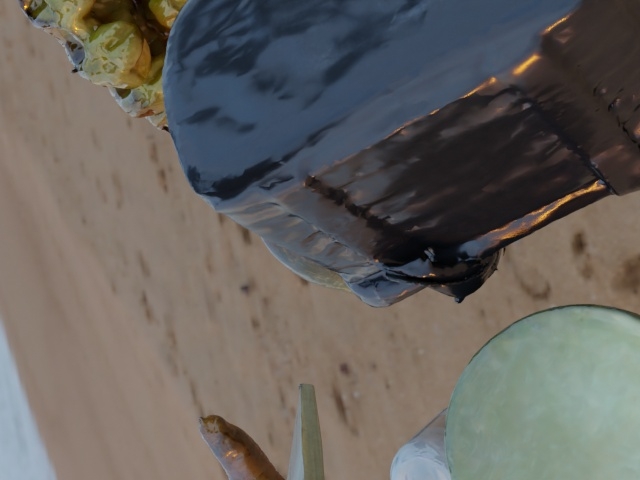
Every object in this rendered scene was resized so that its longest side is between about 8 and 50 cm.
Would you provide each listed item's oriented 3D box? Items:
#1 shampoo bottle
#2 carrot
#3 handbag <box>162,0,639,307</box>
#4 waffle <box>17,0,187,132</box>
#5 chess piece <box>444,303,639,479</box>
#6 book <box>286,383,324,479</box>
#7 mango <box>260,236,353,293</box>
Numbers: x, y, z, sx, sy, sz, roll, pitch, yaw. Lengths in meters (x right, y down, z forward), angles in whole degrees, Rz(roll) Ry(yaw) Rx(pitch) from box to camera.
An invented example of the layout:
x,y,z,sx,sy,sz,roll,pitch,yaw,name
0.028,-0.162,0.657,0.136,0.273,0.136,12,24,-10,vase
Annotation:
x,y,z,sx,sy,sz,roll,pitch,yaw,name
0.127,0.171,1.106,0.074,0.192,0.074,8,108,28,shampoo bottle
-0.043,0.259,1.277,0.248,0.059,0.059,56,166,-15,carrot
0.062,-0.088,0.671,0.181,0.254,0.181,34,-147,-49,handbag
-0.164,-0.216,1.118,0.261,0.151,0.324,54,-172,5,waffle
0.151,0.107,0.781,0.251,0.144,0.144,20,-122,-82,chess piece
-0.029,0.330,1.456,0.215,0.025,0.282,-98,15,-67,book
0.000,0.000,1.888,0.111,0.267,0.133,-54,1,31,mango
